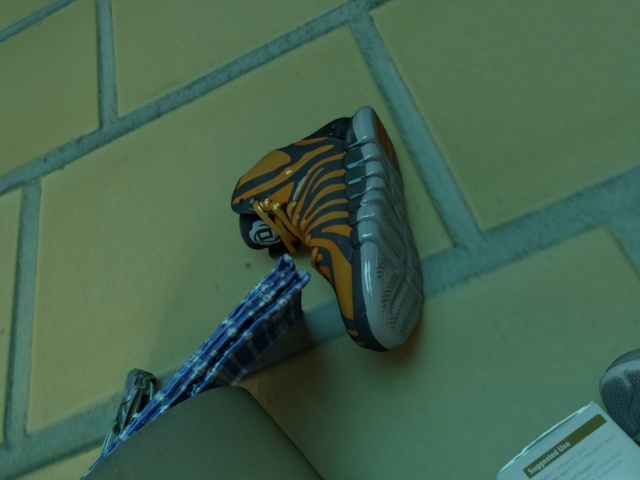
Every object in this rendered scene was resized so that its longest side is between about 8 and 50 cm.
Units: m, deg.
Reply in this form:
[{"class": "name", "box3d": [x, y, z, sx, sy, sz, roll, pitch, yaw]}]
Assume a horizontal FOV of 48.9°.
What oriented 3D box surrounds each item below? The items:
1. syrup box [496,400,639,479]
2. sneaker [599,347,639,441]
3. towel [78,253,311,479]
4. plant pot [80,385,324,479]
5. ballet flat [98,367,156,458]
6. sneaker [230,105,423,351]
[{"class": "syrup box", "box3d": [0.227, 0.231, 0.454, 0.096, 0.093, 0.237, -37, 48, -2]}, {"class": "sneaker", "box3d": [0.353, 0.096, 0.512, 0.281, 0.105, 0.115, -10, 22, 23]}, {"class": "towel", "box3d": [-0.124, 0.168, 0.610, 0.040, 0.243, 0.336, 40, 78, 8]}, {"class": "plant pot", "box3d": [-0.036, 0.284, 0.471, 0.274, 0.256, 0.256, 35, 75, 23]}, {"class": "ballet flat", "box3d": [-0.199, 0.190, 0.742, 0.041, 0.041, 0.114, -4, 55, 25]}, {"class": "sneaker", "box3d": [0.000, 0.000, 0.743, 0.180, 0.125, 0.321, -21, 38, 17]}]
